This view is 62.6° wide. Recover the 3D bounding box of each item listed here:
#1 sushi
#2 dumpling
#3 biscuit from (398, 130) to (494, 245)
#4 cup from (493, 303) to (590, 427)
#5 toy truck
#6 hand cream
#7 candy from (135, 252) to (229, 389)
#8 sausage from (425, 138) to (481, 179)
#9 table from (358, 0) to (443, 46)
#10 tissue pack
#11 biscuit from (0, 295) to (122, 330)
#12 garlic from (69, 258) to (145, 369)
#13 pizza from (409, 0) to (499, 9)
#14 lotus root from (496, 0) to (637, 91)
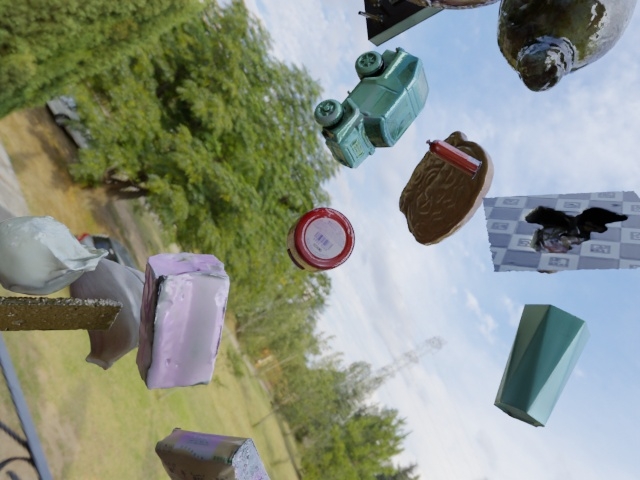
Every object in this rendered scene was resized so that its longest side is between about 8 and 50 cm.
[{"bbox_3d":[0.503,0.001,1.066,0.339,0.320,0.068,-67,151,-60],"label":"sushi"},{"bbox_3d":[-0.524,0.026,0.994,0.193,0.258,0.146,-41,135,-82],"label":"dumpling"},{"bbox_3d":[0.411,-0.179,1.789,0.062,0.385,0.365,18,33,-28],"label":"biscuit"},{"bbox_3d":[0.462,0.267,1.130,0.134,0.235,0.148,36,-17,-12],"label":"cup"},{"bbox_3d":[0.119,-0.301,1.204,0.156,0.278,0.155,33,-10,32],"label":"toy truck"},{"bbox_3d":[0.000,0.000,1.564,0.193,0.193,0.125,62,-17,2],"label":"hand cream"},{"bbox_3d":[-0.284,0.167,1.082,0.116,0.156,0.264,33,-63,53],"label":"candy"},{"bbox_3d":[0.322,-0.206,1.296,0.145,0.050,0.048,29,23,1],"label":"sausage"},{"bbox_3d":[0.193,-0.577,1.225,0.111,0.240,0.121,14,65,-48],"label":"table"},{"bbox_3d":[-0.255,0.569,1.276,0.123,0.257,0.214,-48,125,-54],"label":"tissue pack"},{"bbox_3d":[-0.528,0.147,1.054,0.131,0.231,0.025,-45,-131,43],"label":"biscuit"},{"bbox_3d":[-0.580,0.161,1.500,0.231,0.246,0.339,-60,130,-67],"label":"garlic"},{"bbox_3d":[0.247,-0.428,0.761,0.085,0.306,0.161,-98,172,-55],"label":"pizza"},{"bbox_3d":[0.213,-0.201,0.465,0.113,0.192,0.088,0,-38,39],"label":"lotus root"}]
